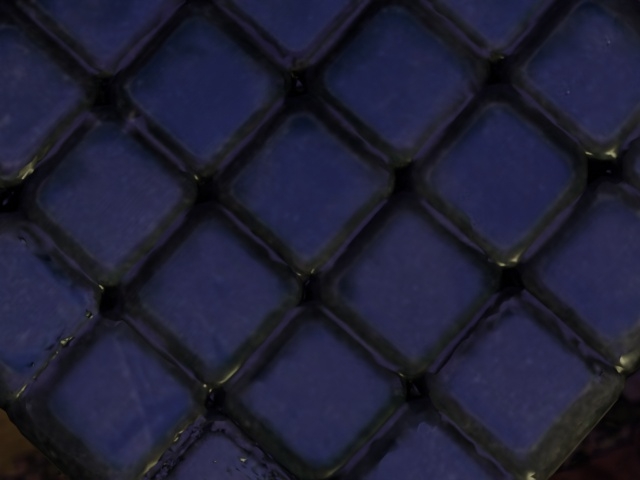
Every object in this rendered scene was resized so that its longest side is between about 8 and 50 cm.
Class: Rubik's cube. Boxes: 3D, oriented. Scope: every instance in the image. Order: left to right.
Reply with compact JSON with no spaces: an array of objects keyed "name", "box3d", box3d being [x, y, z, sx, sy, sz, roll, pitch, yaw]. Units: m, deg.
[{"name":"Rubik's cube","box3d":[0.000,0.000,0.709,0.237,0.238,0.237,43,86,7]}]
